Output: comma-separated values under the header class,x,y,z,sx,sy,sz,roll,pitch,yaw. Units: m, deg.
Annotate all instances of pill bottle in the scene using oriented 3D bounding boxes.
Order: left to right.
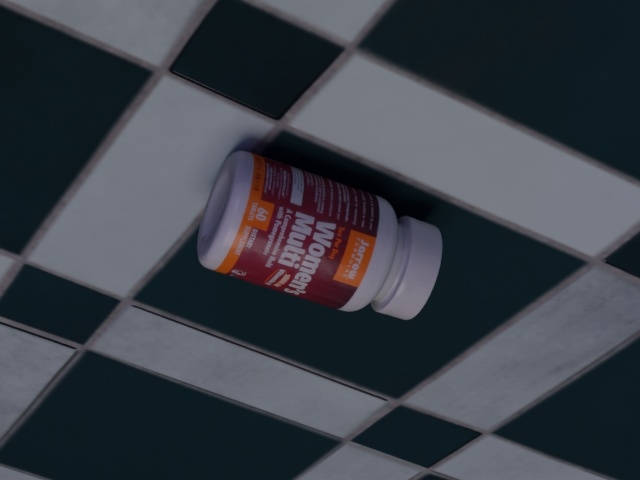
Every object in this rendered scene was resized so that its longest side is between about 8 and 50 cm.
class,x,y,z,sx,sy,sz,roll,pitch,yaw
pill bottle,0.000,0.000,1.401,0.221,0.121,0.121,18,142,-15
